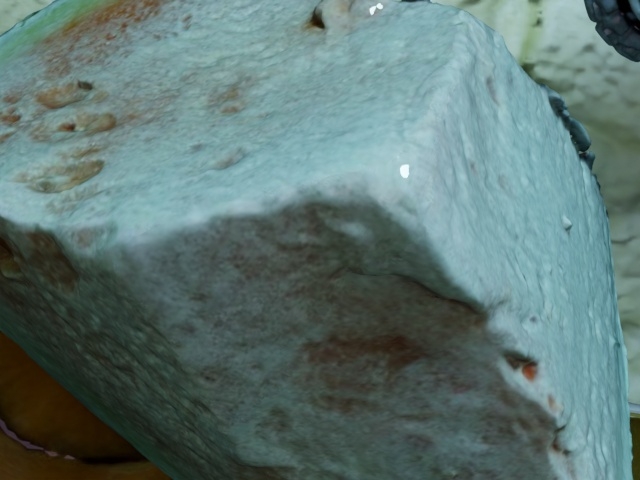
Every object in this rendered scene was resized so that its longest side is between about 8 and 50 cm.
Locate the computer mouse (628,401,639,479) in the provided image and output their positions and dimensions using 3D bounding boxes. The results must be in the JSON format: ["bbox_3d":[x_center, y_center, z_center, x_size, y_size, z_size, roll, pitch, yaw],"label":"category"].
[{"bbox_3d":[0.083,0.140,0.615,0.310,0.072,0.158,11,113,9],"label":"computer mouse"}]

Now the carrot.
[{"bbox_3d":[-0.150,0.119,0.632,0.159,0.159,0.225,30,127,2],"label":"carrot"}]

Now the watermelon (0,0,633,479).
[{"bbox_3d":[0.000,0.000,0.456,0.387,0.258,0.228,33,72,3],"label":"watermelon"}]

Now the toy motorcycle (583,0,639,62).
[{"bbox_3d":[0.271,-0.127,0.459,0.307,0.108,0.173,-23,111,19],"label":"toy motorcycle"}]
